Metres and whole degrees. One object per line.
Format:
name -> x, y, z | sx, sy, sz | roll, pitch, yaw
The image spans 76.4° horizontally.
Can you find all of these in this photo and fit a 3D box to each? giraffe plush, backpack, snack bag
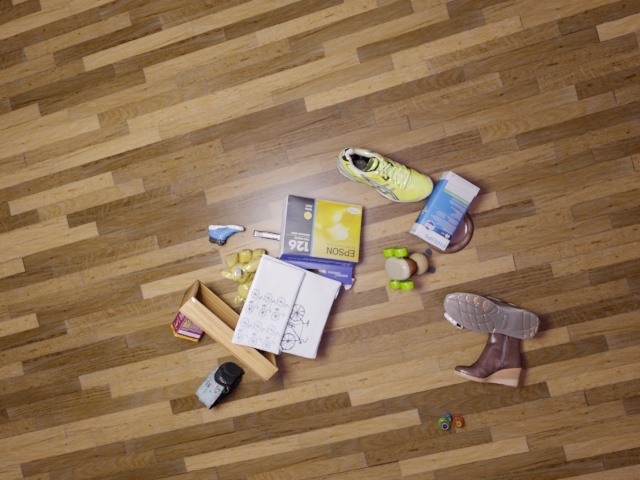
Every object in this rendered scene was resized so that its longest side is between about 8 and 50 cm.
giraffe plush -> -0.286, 0.152, 1.600 | 0.181, 0.210, 0.171 | -5, 118, 11
backpack -> -0.412, 0.581, 1.630 | 0.115, 0.152, 0.182 | 43, 107, 9
snack bag -> -0.111, 0.254, 1.467 | 0.342, 0.037, 0.324 | 22, 84, -23

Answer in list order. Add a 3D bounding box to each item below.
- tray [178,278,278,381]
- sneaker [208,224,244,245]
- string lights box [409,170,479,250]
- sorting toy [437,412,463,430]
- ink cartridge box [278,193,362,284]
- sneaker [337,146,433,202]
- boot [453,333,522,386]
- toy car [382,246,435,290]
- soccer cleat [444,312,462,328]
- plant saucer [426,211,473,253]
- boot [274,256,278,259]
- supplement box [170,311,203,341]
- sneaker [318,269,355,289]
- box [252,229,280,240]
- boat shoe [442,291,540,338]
tray -> -0.335, 0.331, 1.511 | 0.076, 0.203, 0.411 | -45, 106, 1
sneaker -> -0.383, -0.018, 1.648 | 0.151, 0.058, 0.085 | 0, 85, 10
string lights box -> 0.455, -0.109, 1.502 | 0.133, 0.077, 0.260 | 29, 94, -7
sorting toy -> 0.504, 0.706, 1.574 | 0.101, 0.042, 0.061 | -21, 89, 6
ink cartridge box -> 0.000, 0.000, 1.531 | 0.303, 0.072, 0.308 | 7, 79, -18
sneaker -> 0.241, -0.243, 1.536 | 0.384, 0.147, 0.145 | 18, 91, 3
boot -> 0.638, 0.433, 1.550 | 0.248, 0.090, 0.207 | 6, 79, 7
toy car -> 0.355, 0.092, 1.560 | 0.188, 0.149, 0.155 | -13, 93, -23
soccer cleat -> 0.515, 0.309, 1.570 | 0.083, 0.035, 0.029 | 43, 95, 4
plant saucer -> 0.493, -0.046, 1.568 | 0.198, 0.036, 0.199 | 0, 91, 7
boot -> -0.123, 0.122, 1.610 | 0.246, 0.083, 0.161 | -27, 128, -27
supplement box -> -0.502, 0.298, 1.634 | 0.104, 0.080, 0.188 | 30, 95, -40
sneaker -> 0.057, 0.149, 1.609 | 0.152, 0.053, 0.061 | 22, 96, 5
box -> -0.173, -0.014, 1.599 | 0.161, 0.116, 0.029 | 8, 90, 6
boat shoe -> 0.619, 0.273, 1.514 | 0.354, 0.130, 0.133 | 18, 96, 0
